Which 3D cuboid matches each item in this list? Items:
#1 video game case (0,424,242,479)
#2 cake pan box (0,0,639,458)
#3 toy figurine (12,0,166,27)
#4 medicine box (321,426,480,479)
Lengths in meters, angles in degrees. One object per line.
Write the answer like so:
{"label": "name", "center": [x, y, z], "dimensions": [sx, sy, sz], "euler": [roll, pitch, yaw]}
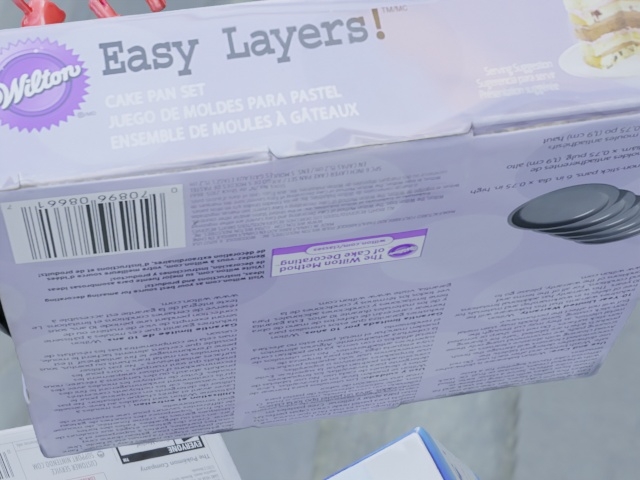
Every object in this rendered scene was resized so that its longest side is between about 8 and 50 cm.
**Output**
{"label": "video game case", "center": [-0.183, 0.282, 1.315], "dimensions": [0.300, 0.329, 0.036], "euler": [62, 139, 26]}
{"label": "cake pan box", "center": [0.000, 0.000, 0.609], "dimensions": [0.245, 0.267, 0.070], "euler": [93, 167, -62]}
{"label": "toy figurine", "center": [-0.128, -0.113, 1.081], "dimensions": [0.217, 0.191, 0.362], "euler": [-26, 14, 38]}
{"label": "medicine box", "center": [0.118, 0.339, 1.468], "dimensions": [0.149, 0.289, 0.263], "euler": [-31, 67, 5]}
